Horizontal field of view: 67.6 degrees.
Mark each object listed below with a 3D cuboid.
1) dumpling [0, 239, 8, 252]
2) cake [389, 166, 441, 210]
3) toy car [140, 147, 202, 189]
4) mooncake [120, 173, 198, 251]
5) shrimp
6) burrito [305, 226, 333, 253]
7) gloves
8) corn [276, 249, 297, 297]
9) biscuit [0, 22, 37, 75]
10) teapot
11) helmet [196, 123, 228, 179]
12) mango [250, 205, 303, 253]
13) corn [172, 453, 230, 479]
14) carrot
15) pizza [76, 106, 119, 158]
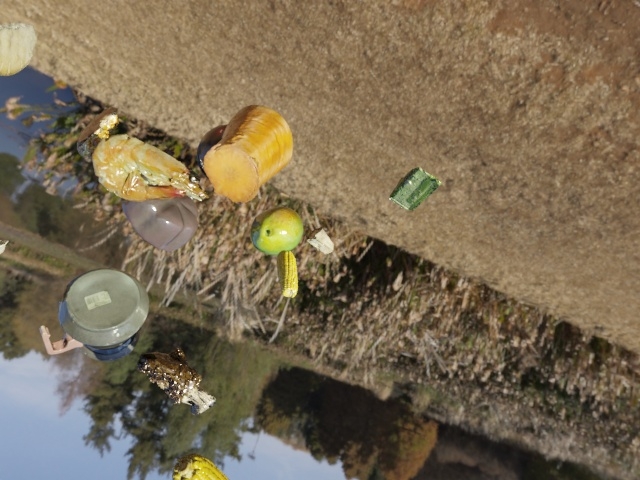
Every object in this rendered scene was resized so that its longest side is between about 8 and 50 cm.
[{"bbox_3d":[-1.006,0.028,1.474,0.076,0.057,0.052,-3,129,-24],"label":"dumpling"},{"bbox_3d":[0.326,-0.194,1.577,0.100,0.099,0.235,33,157,-1],"label":"cake"},{"bbox_3d":[-0.572,-0.193,1.696,0.314,0.166,0.198,-10,120,48],"label":"toy car"},{"bbox_3d":[-0.475,-0.089,1.432,0.133,0.244,0.245,-35,138,17],"label":"mooncake"},{"bbox_3d":[-0.417,-0.157,1.181,0.295,0.153,0.062,21,-170,-3],"label":"shrimp"},{"bbox_3d":[0.000,0.000,1.321,0.041,0.055,0.149,1,163,21],"label":"burrito"},{"bbox_3d":[-0.519,0.501,1.737,0.312,0.135,0.210,42,175,-10],"label":"gloves"},{"bbox_3d":[-0.112,0.107,1.606,0.068,0.206,0.067,-5,131,-6],"label":"corn"},{"bbox_3d":[-0.854,-0.517,1.293,0.038,0.141,0.289,13,-157,-2],"label":"biscuit"},{"bbox_3d":[-0.846,0.310,1.810,0.305,0.376,0.361,58,148,22],"label":"teapot"},{"bbox_3d":[-0.274,-0.267,1.482,0.216,0.189,0.193,-20,-167,-10],"label":"helmet"},{"bbox_3d":[-0.187,-0.035,2.036,0.201,0.225,0.382,53,171,1],"label":"mango"},{"bbox_3d":[-0.352,0.760,1.484,0.121,0.120,0.363,11,143,26],"label":"corn"},{"bbox_3d":[-0.191,-0.208,1.185,0.196,0.254,0.195,8,122,13],"label":"carrot"},{"bbox_3d":[-0.879,-0.430,1.908,0.162,0.305,0.085,-15,132,22],"label":"pizza"}]
